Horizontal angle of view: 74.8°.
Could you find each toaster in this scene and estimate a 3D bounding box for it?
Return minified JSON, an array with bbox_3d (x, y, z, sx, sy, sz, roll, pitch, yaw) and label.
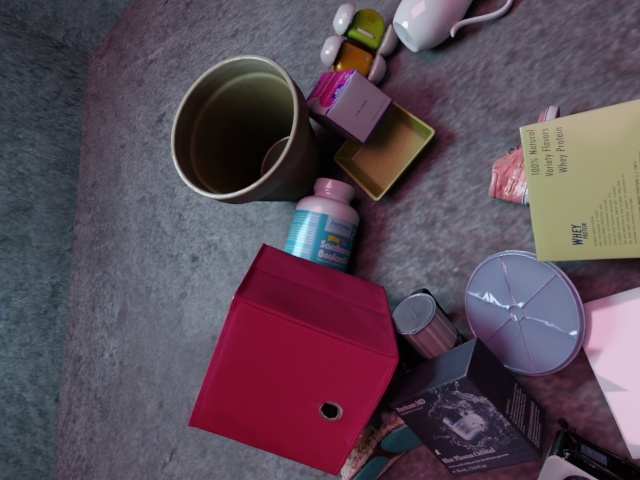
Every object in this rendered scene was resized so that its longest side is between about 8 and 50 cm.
[{"bbox_3d":[0.361,0.332,0.524,0.168,0.186,0.110,25,96,34],"label":"toaster"}]

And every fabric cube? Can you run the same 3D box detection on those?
[{"bbox_3d":[-0.042,0.192,0.744,0.259,0.259,0.253,-82,15,-71],"label":"fabric cube"}]

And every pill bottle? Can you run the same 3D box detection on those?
[{"bbox_3d":[0.000,0.000,0.933,0.146,0.146,0.263,11,85,41],"label":"pill bottle"}]

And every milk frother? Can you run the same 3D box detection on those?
[{"bbox_3d":[0.168,0.172,0.743,0.143,0.134,0.129,-37,24,12],"label":"milk frother"}]

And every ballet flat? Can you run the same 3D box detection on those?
[{"bbox_3d":[0.117,0.365,0.773,0.241,0.091,0.077,-47,30,15],"label":"ballet flat"}]

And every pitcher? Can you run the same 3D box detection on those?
[{"bbox_3d":[0.275,-0.489,0.884,0.207,0.125,0.177,-40,69,10],"label":"pitcher"}]

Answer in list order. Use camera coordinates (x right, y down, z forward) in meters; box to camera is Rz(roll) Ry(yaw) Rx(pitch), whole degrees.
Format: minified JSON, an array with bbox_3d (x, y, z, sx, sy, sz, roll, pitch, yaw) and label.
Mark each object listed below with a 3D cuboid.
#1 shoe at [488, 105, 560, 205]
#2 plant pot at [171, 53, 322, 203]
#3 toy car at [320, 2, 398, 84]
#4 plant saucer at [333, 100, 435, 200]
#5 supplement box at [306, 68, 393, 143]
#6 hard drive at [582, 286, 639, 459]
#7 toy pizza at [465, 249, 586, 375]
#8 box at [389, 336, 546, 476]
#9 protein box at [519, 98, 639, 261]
[{"bbox_3d":[0.357,-0.152,0.738,0.081,0.064,0.177,17,92,36],"label":"shoe"},{"bbox_3d":[-0.133,-0.218,0.998,0.324,0.280,0.322,-5,77,24],"label":"plant pot"},{"bbox_3d":[0.088,-0.465,1.024,0.136,0.159,0.181,-150,81,-78],"label":"toy car"},{"bbox_3d":[0.144,-0.204,0.943,0.188,0.045,0.188,-51,51,16],"label":"plant saucer"},{"bbox_3d":[0.051,-0.307,0.956,0.111,0.114,0.220,-57,24,7],"label":"supplement box"},{"bbox_3d":[0.525,0.137,0.526,0.319,0.040,0.210,-27,60,31],"label":"hard drive"},{"bbox_3d":[0.325,0.115,0.678,0.201,0.032,0.201,9,101,56],"label":"toy pizza"},{"bbox_3d":[0.221,0.257,0.640,0.158,0.093,0.156,48,129,1],"label":"box"},{"bbox_3d":[0.411,-0.083,0.583,0.201,0.136,0.199,-6,96,38],"label":"protein box"}]
